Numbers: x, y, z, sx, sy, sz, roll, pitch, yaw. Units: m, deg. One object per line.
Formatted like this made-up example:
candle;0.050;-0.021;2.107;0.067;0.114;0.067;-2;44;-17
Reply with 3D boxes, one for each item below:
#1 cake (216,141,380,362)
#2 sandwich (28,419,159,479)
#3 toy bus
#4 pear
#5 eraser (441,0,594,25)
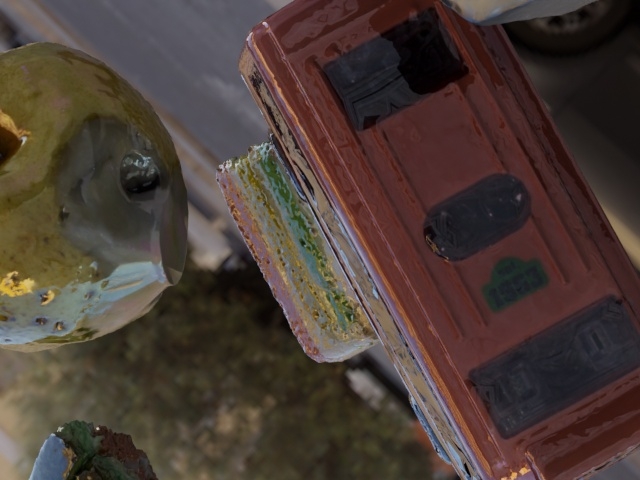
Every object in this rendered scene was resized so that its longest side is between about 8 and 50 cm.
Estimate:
cake;-0.011;0.011;1.580;0.225;0.090;0.109;51;135;-6
sandwich;-0.211;0.253;1.678;0.109;0.185;0.160;41;-142;22
toy bus;0.113;-0.008;1.296;0.427;0.203;0.233;61;179;1
pear;-0.235;-0.028;1.436;0.271;0.271;0.271;43;175;5
eraser;0.062;-0.244;1.117;0.111;0.077;0.352;-15;-130;-44
